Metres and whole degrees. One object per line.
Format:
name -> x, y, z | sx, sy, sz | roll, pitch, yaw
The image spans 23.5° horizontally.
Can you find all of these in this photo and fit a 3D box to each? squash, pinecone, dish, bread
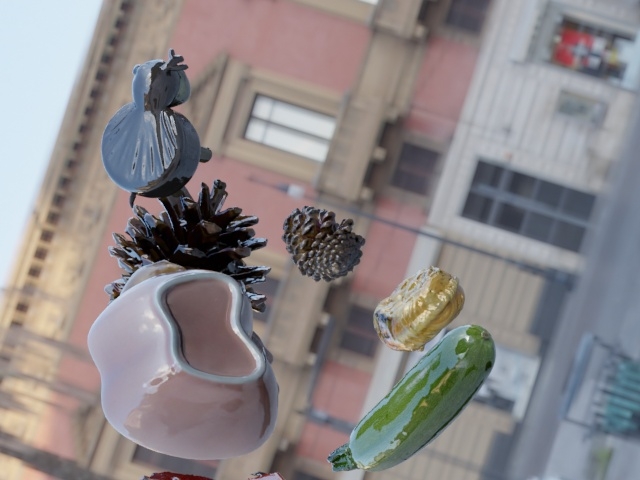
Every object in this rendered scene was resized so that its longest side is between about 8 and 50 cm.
squash -> 0.094, 0.168, 1.513 | 0.252, 0.066, 0.066 | -50, 9, 39
pinecone -> -0.189, 0.037, 2.178 | 0.264, 0.264, 0.264 | 18, -90, -83
dish -> -0.120, 0.107, 1.524 | 0.090, 0.213, 0.213 | -60, 4, 45
pinecone -> -0.003, 0.001, 2.022 | 0.102, 0.109, 0.102 | -46, -25, -28
bread -> 0.086, 0.059, 1.354 | 0.083, 0.044, 0.110 | -47, 8, -7

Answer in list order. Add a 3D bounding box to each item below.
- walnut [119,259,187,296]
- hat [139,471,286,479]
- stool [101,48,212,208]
walnut -> -0.183, 0.119, 1.718 | 0.116, 0.115, 0.207 | 94, -179, -62
hat -> -0.121, 0.309, 1.368 | 0.140, 0.129, 0.227 | -1, -68, -46
stool -> -0.216, -0.147, 2.063 | 0.121, 0.125, 0.217 | 7, -87, -65
